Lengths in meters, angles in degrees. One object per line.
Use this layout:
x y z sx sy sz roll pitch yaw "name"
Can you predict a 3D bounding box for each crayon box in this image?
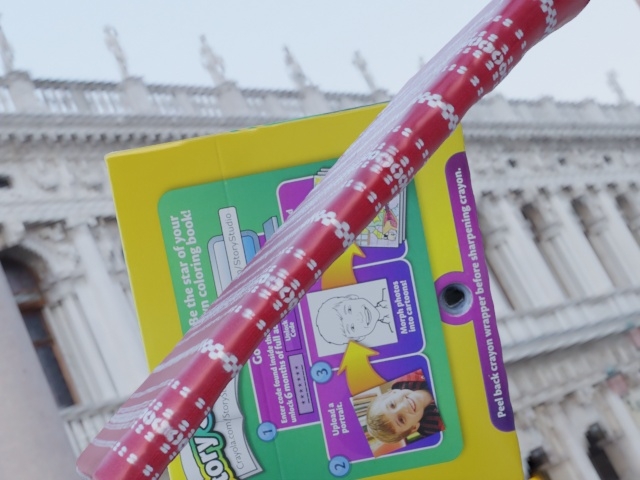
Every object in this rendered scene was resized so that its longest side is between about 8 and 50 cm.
-0.004 0.070 1.076 0.313 0.363 0.106 -11 4 0 "crayon box"

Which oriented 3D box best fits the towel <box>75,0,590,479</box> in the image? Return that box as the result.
0.000 0.000 0.502 0.275 0.031 0.199 -49 3 -16 "towel"
